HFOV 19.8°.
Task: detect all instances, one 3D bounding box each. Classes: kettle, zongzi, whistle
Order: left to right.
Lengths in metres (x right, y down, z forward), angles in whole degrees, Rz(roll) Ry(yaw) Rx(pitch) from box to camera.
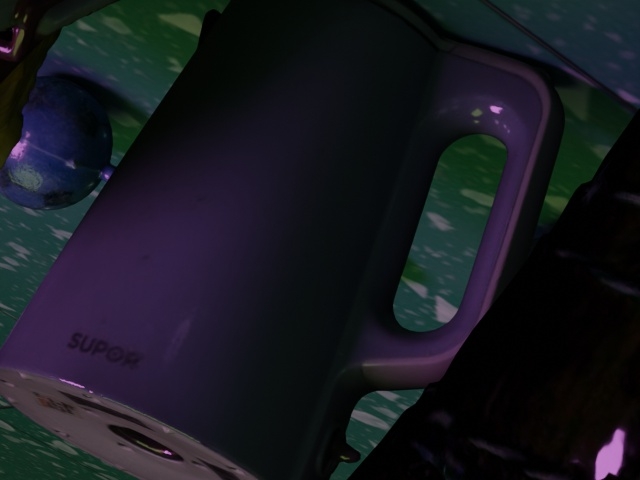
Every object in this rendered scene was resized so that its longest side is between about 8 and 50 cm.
[{"bbox_3d":[-0.186,-0.068,1.133,0.158,0.090,0.090,25,161,4],"label":"whistle"},{"bbox_3d":[-0.009,0.001,0.861,0.210,0.243,0.160,17,161,27],"label":"kettle"},{"bbox_3d":[0.181,0.119,0.681,0.319,0.383,0.362,40,-173,-44],"label":"zongzi"}]

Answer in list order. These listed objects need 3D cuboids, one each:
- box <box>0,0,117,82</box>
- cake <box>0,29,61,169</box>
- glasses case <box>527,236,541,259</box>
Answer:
[{"bbox_3d":[-0.201,-0.149,0.607,0.294,0.193,0.167,49,129,1],"label":"box"},{"bbox_3d":[-0.236,-0.119,0.855,0.227,0.222,0.286,28,164,-5],"label":"cake"},{"bbox_3d":[0.179,0.035,0.986,0.109,0.067,0.282,35,160,-18],"label":"glasses case"}]
